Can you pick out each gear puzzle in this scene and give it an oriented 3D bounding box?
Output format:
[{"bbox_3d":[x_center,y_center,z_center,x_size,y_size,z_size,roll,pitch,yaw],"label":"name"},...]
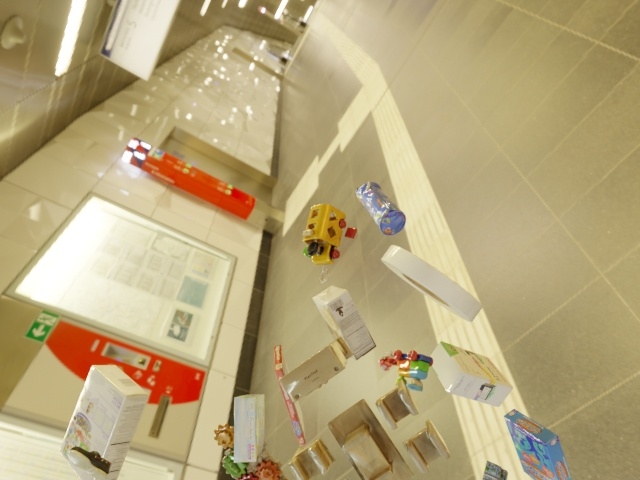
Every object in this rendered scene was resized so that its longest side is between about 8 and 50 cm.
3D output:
[{"bbox_3d":[-0.228,0.736,1.426,0.175,0.339,0.044,-38,-4,12],"label":"gear puzzle"}]

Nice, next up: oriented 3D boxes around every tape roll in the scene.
[{"bbox_3d":[0.394,0.153,1.582,0.072,0.392,0.392,-55,18,-1],"label":"tape roll"}]

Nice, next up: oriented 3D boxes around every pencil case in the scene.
[{"bbox_3d":[0.259,-0.150,1.918,0.120,0.133,0.306,-22,38,-5],"label":"pencil case"}]

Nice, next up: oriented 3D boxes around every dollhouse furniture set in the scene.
[{"bbox_3d":[0.053,0.298,0.741,0.212,0.242,0.161,-35,-11,2],"label":"dollhouse furniture set"}]

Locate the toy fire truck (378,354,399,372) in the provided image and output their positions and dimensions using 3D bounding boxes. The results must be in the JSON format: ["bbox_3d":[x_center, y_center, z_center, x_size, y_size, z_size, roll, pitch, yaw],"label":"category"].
[{"bbox_3d":[0.405,0.644,2.272,0.135,0.192,0.047,49,133,33],"label":"toy fire truck"}]

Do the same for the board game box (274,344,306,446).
[{"bbox_3d":[-0.096,0.486,1.384,0.145,0.027,0.281,-110,5,-72],"label":"board game box"}]

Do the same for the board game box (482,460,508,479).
[{"bbox_3d":[0.516,0.787,1.332,0.060,0.194,0.194,10,65,30],"label":"board game box"}]

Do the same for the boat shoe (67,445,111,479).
[{"bbox_3d":[-0.601,0.573,1.146,0.049,0.133,0.042,-21,31,17],"label":"boat shoe"}]

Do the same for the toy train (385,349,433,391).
[{"bbox_3d":[0.327,0.516,1.746,0.248,0.105,0.143,-20,49,57],"label":"toy train"}]

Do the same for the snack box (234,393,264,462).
[{"bbox_3d":[-0.212,0.560,1.331,0.207,0.070,0.174,87,180,-74],"label":"snack box"}]

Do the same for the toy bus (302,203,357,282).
[{"bbox_3d":[-0.001,-0.010,1.324,0.191,0.104,0.202,-51,36,16],"label":"toy bus"}]

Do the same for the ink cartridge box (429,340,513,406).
[{"bbox_3d":[0.620,0.554,1.827,0.117,0.278,0.201,-62,22,17],"label":"ink cartridge box"}]

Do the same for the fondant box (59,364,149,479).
[{"bbox_3d":[-0.749,0.632,1.517,0.238,0.096,0.330,20,88,36],"label":"fondant box"}]

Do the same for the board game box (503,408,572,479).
[{"bbox_3d":[0.619,0.606,1.243,0.047,0.210,0.160,-27,12,-15],"label":"board game box"}]

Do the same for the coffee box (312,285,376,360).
[{"bbox_3d":[0.087,0.301,1.624,0.098,0.246,0.141,-31,14,-18],"label":"coffee box"}]
